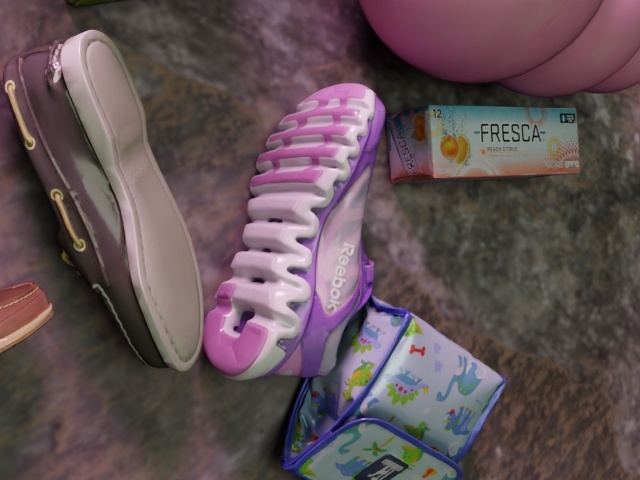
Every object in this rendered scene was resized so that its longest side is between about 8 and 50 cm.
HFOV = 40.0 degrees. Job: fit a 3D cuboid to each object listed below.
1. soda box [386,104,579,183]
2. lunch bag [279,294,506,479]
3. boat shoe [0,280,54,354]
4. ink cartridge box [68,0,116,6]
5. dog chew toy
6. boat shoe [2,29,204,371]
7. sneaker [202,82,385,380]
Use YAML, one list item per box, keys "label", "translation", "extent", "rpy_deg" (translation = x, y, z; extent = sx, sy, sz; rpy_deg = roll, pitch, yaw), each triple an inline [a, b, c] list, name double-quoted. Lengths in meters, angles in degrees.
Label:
- label: "soda box"
  translation: [0.146, -0.084, 0.774]
  extent: [0.183, 0.058, 0.063]
  rpy_deg: [-4, 91, -35]
- label: "lunch bag"
  translation: [0.053, 0.137, 0.690]
  extent: [0.129, 0.096, 0.151]
  rpy_deg: [36, 84, -31]
- label: "boat shoe"
  translation: [-0.243, 0.055, 0.504]
  extent: [0.178, 0.064, 0.060]
  rpy_deg: [-21, 102, -30]
- label: "ink cartridge box"
  translation: [-0.067, -0.282, 0.613]
  extent: [0.255, 0.097, 0.189]
  rpy_deg: [-19, 99, -32]
- label: "dog chew toy"
  translation: [0.183, -0.213, 0.728]
  extent: [0.332, 0.206, 0.206]
  rpy_deg: [10, 83, -42]
- label: "boat shoe"
  translation: [-0.138, -0.017, 0.577]
  extent: [0.081, 0.069, 0.228]
  rpy_deg: [-53, 129, -69]
- label: "sneaker"
  translation: [0.000, 0.000, 0.660]
  extent: [0.104, 0.095, 0.236]
  rpy_deg: [26, 79, -38]
